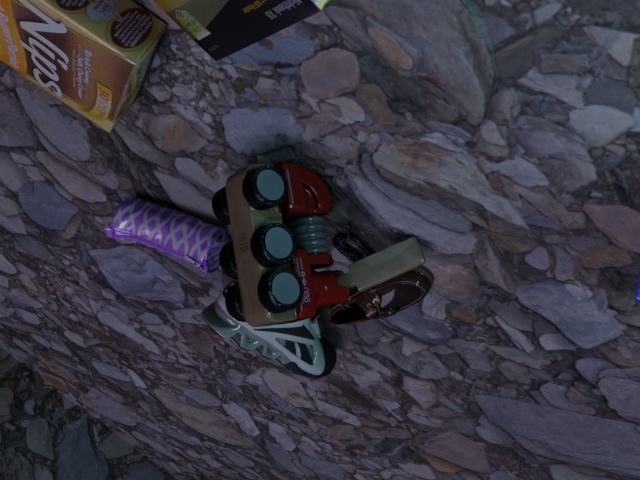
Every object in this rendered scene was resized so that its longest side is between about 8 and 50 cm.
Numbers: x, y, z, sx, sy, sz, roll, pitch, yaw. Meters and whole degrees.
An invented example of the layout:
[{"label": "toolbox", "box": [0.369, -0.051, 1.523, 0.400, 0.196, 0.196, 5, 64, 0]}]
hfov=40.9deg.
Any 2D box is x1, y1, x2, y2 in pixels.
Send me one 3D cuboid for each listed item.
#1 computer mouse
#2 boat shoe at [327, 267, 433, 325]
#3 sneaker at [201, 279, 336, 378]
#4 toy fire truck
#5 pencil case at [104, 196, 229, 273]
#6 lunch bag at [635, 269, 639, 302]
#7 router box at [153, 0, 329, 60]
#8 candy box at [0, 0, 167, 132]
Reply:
[{"label": "computer mouse", "box": [-0.020, -0.011, 1.305, 0.242, 0.041, 0.071, 29, 148, -1]}, {"label": "boat shoe", "box": [0.089, 0.094, 1.338, 0.073, 0.073, 0.207, 43, 145, -18]}, {"label": "sneaker", "box": [-0.044, 0.136, 1.467, 0.122, 0.146, 0.330, 41, -176, 37]}, {"label": "toy fire truck", "box": [0.000, 0.000, 1.208, 0.246, 0.217, 0.158, -2, 168, -36]}, {"label": "pencil case", "box": [-0.255, -0.007, 1.457, 0.206, 0.088, 0.086, 19, 145, 18]}, {"label": "lunch bag", "box": [0.407, 0.013, 0.889, 0.129, 0.151, 0.096, 6, 142, 35]}, {"label": "router box", "box": [-0.121, -0.308, 0.840, 0.243, 0.081, 0.309, 42, 166, -20]}, {"label": "candy box", "box": [-0.375, -0.300, 1.135, 0.316, 0.087, 0.183, 34, 148, -7]}]
